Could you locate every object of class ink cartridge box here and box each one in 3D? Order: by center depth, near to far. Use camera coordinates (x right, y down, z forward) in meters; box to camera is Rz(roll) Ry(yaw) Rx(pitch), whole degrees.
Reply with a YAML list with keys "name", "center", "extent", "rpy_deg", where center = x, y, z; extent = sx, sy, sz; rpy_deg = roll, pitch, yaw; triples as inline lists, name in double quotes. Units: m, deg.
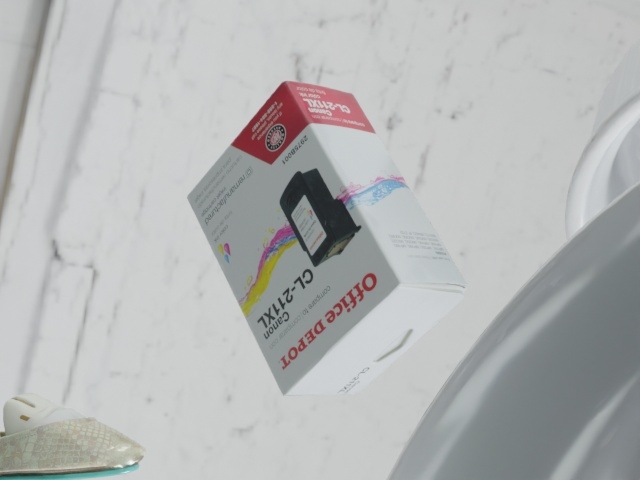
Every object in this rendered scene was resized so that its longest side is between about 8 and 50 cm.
- name: "ink cartridge box"
  center: [0.000, 0.000, 0.779]
  extent: [0.127, 0.072, 0.175]
  rpy_deg: [-47, -123, 30]

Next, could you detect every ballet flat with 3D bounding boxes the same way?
- name: "ballet flat"
  center: [-0.174, 0.107, 0.620]
  extent: [0.168, 0.057, 0.052]
  rpy_deg: [-10, -95, 19]

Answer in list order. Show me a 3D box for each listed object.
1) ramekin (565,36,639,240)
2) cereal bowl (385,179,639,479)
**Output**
- name: "ramekin"
  center: [0.316, -0.046, 0.798]
  extent: [0.277, 0.277, 0.135]
  rpy_deg: [-54, -171, 40]
- name: "cereal bowl"
  center: [0.141, 0.122, 0.397]
  extent: [0.339, 0.141, 0.339]
  rpy_deg: [-53, -168, 16]
